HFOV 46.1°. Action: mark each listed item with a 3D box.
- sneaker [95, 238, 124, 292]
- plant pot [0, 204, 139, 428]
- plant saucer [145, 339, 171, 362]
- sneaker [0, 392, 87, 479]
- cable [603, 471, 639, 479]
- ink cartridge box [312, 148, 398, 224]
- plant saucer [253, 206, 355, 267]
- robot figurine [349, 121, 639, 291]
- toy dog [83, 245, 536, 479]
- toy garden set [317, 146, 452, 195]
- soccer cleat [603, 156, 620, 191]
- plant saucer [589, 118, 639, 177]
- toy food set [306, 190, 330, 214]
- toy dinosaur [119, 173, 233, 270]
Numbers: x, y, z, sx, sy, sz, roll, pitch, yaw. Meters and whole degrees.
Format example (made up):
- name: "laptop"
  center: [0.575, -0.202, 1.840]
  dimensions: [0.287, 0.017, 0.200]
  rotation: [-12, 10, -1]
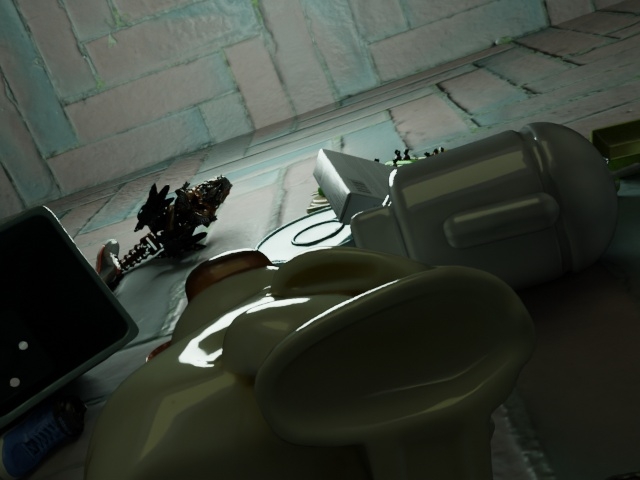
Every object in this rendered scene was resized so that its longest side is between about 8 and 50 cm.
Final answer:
- name: "sneaker"
  center: [-0.439, 0.066, 1.590]
  dimensions: [0.065, 0.061, 0.158]
  rotation: [-1, 54, 10]
- name: "plant pot"
  center: [-0.472, 0.145, 1.137]
  dimensions: [0.247, 0.248, 0.252]
  rotation: [-35, -4, -37]
- name: "plant saucer"
  center: [-0.228, 0.174, 1.159]
  dimensions: [0.083, 0.013, 0.083]
  rotation: [-18, 18, 6]
- name: "sneaker"
  center: [-0.365, 0.255, 1.000]
  dimensions: [0.084, 0.058, 0.152]
  rotation: [-25, 10, 12]
- name: "cable"
  center: [0.332, 0.162, 0.506]
  dimensions: [0.287, 0.072, 0.139]
  rotation: [-4, 19, 42]
- name: "ink cartridge box"
  center: [0.127, -0.079, 1.334]
  dimensions: [0.239, 0.060, 0.275]
  rotation: [12, 19, -15]
- name: "plant saucer"
  center: [0.000, 0.000, 1.373]
  dimensions: [0.317, 0.043, 0.317]
  rotation: [-19, 17, 6]
- name: "robot figurine"
  center: [0.221, -0.030, 0.968]
  dimensions: [0.353, 0.200, 0.300]
  rotation: [-18, 4, 9]
- name: "toy dog"
  center: [-0.030, 0.154, 0.631]
  dimensions: [0.395, 0.284, 0.408]
  rotation: [-20, 12, -2]
- name: "toy garden set"
  center: [0.146, -0.150, 1.579]
  dimensions: [0.244, 0.049, 0.204]
  rotation: [-23, 17, -36]
- name: "soccer cleat"
  center: [0.365, -0.076, 1.149]
  dimensions: [0.179, 0.072, 0.060]
  rotation: [-18, 18, 6]
- name: "plant saucer"
  center: [0.545, -0.157, 1.238]
  dimensions: [0.188, 0.045, 0.188]
  rotation: [-11, 20, 24]
- name: "toy food set"
  center: [0.035, -0.079, 1.584]
  dimensions: [0.132, 0.038, 0.192]
  rotation: [-11, 14, 5]
- name: "toy dinosaur"
  center: [-0.327, -0.027, 1.696]
  dimensions: [0.322, 0.164, 0.218]
  rotation: [-61, 7, -2]
